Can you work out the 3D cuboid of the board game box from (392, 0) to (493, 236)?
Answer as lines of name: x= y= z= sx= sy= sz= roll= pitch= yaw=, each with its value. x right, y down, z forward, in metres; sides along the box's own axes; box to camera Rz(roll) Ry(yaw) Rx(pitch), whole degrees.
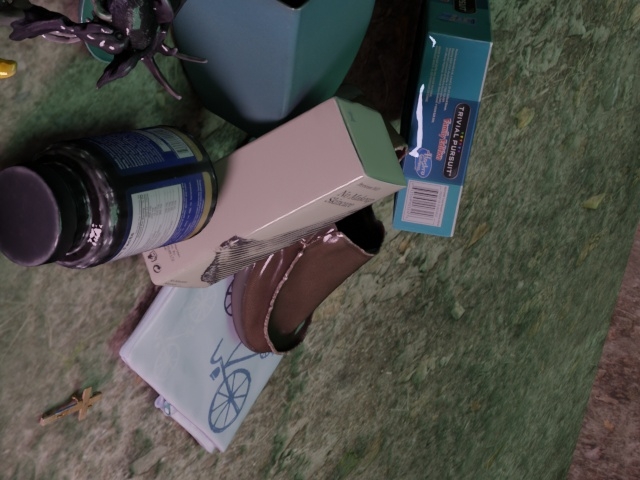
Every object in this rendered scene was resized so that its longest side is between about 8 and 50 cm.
board game box: x=0.154 y=-0.196 z=1.661 sx=0.336 sy=0.079 sz=0.254 roll=-79 pitch=178 yaw=-61

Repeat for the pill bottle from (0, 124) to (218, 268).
pill bottle: x=-0.208 y=-0.041 z=1.256 sx=0.219 sy=0.122 sz=0.123 roll=-17 pitch=127 yaw=-55

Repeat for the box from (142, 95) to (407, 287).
box: x=-0.057 y=-0.045 z=1.383 sx=0.275 sy=0.094 sz=0.113 roll=-26 pitch=165 yaw=25

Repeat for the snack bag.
snack bag: x=-0.110 y=0.080 z=1.634 sx=0.323 sy=0.037 sz=0.342 roll=-58 pitch=152 yaw=-15

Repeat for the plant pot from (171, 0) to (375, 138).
plant pot: x=-0.051 y=-0.225 z=1.355 sx=0.165 sy=0.165 sz=0.234 roll=-46 pitch=158 yaw=-34

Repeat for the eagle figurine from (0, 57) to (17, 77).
eagle figurine: x=-0.312 y=-0.125 z=0.885 sx=0.226 sy=0.225 sz=0.298 roll=-7 pitch=125 yaw=-50

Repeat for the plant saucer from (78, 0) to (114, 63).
plant saucer: x=-0.191 y=-0.228 z=1.240 sx=0.119 sy=0.021 sz=0.119 roll=-41 pitch=145 yaw=-38

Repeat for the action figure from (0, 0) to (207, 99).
action figure: x=-0.199 y=-0.240 z=1.091 sx=0.164 sy=0.141 sz=0.276 roll=-53 pitch=136 yaw=-27

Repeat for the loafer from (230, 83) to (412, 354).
loafer: x=0.000 y=0.000 z=1.558 sx=0.134 sy=0.130 sz=0.366 roll=-25 pitch=141 yaw=-52

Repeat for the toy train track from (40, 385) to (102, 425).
toy train track: x=-0.277 y=0.183 z=1.443 sx=0.083 sy=0.014 sz=0.048 roll=-22 pitch=138 yaw=-46
